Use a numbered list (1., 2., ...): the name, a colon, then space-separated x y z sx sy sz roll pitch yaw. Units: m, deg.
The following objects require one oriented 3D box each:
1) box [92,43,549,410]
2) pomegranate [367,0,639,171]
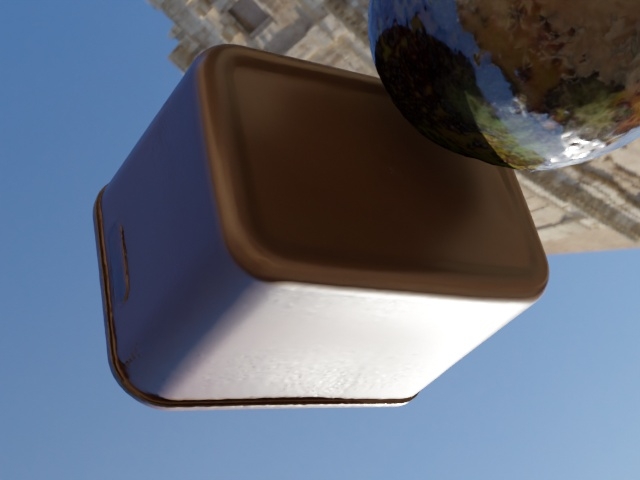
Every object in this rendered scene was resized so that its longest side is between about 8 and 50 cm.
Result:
1. box: 0.000 0.000 0.748 0.339 0.229 0.239 6 -123 -32
2. pomegranate: 0.157 -0.231 0.615 0.285 0.285 0.341 -32 -71 -33
